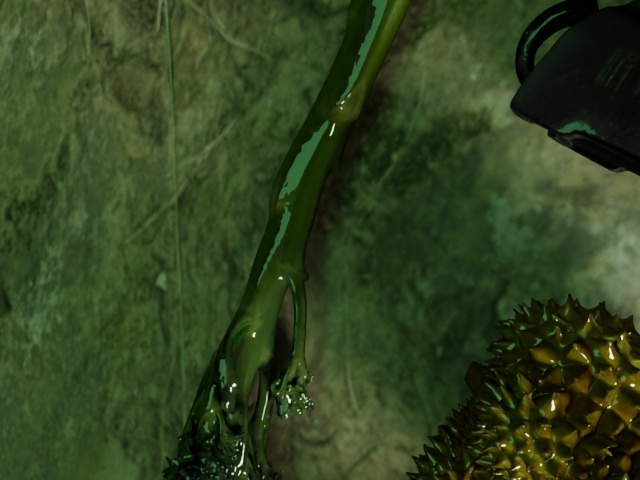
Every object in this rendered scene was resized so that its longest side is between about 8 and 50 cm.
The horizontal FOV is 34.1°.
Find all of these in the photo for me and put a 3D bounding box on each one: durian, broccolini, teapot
[{"bbox_3d":[0.116,0.118,0.478,0.168,0.137,0.158,52,134,12],"label":"durian"},{"bbox_3d":[0.001,0.000,0.612,0.079,0.074,0.392,-123,56,-72],"label":"broccolini"},{"bbox_3d":[0.170,-0.069,0.480,0.177,0.087,0.096,33,100,32],"label":"teapot"}]
